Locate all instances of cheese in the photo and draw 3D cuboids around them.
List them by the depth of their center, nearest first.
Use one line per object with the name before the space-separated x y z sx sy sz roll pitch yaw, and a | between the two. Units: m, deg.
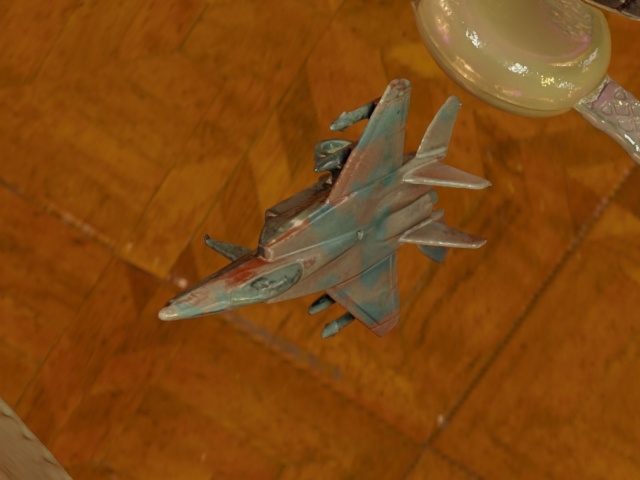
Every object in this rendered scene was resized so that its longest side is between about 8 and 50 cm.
cheese | 0.220 -0.164 1.615 0.286 0.163 0.082 39 147 4

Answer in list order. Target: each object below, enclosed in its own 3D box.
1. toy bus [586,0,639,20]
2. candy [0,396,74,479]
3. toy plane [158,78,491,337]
toy bus | 0.289 -0.295 1.285 0.097 0.138 0.342 19 153 -12
candy | -0.224 0.266 1.275 0.145 0.208 0.359 -43 83 4
toy plane | -0.005 -0.003 1.318 0.326 0.104 0.223 -19 125 -35
